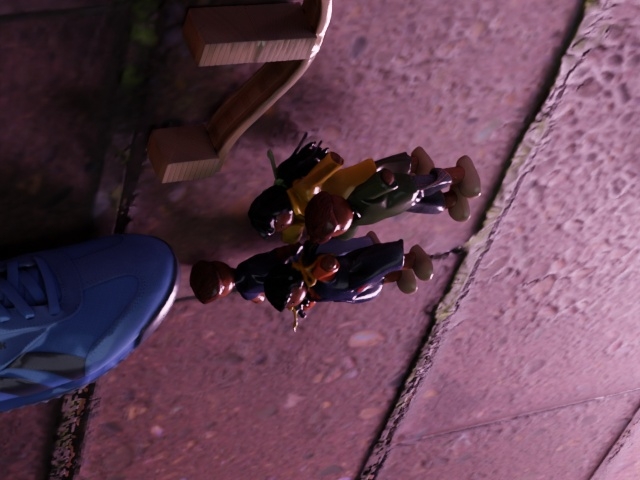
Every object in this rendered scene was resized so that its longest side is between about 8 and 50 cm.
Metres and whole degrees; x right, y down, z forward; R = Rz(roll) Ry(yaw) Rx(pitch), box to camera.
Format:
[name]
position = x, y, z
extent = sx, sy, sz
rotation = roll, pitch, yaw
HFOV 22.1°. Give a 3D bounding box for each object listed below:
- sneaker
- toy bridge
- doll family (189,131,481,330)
[sneaker]
position = -0.173, 0.043, 0.827
extent = 0.209, 0.069, 0.082
rotation = -23, 145, -2
[toy bridge]
position = -0.031, -0.095, 0.757
extent = 0.063, 0.026, 0.188
rotation = -8, 145, -27
[doll family]
position = 0.000, 0.000, 0.877
extent = 0.111, 0.076, 0.193
rotation = -14, 150, -25
